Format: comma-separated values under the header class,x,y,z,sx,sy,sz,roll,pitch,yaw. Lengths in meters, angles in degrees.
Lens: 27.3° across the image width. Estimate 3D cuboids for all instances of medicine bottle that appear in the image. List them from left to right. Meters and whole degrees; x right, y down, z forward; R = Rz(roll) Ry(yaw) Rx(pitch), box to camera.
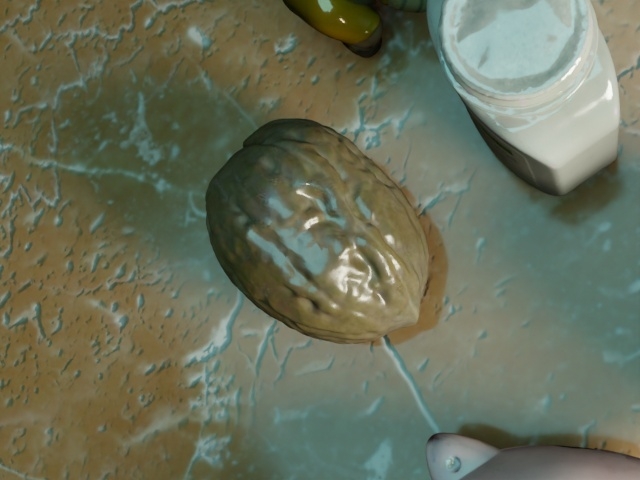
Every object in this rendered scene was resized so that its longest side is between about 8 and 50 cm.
class,x,y,z,sx,sy,sz,roll,pitch,yaw
medicine bottle,0.170,-0.139,1.084,0.124,0.324,0.179,-34,78,9

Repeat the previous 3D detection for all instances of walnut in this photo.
class,x,y,z,sx,sy,sz,roll,pitch,yaw
walnut,0.001,-0.001,1.198,0.230,0.178,0.178,42,95,3

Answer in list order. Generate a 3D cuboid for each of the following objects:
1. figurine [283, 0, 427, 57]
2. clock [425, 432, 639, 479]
class,x,y,z,sx,sy,sz,roll,pitch,yaw
figurine,0.062,-0.302,1.199,0.257,0.167,0.192,-58,38,3
clock,0.197,0.356,1.070,0.368,0.250,0.377,3,86,13
